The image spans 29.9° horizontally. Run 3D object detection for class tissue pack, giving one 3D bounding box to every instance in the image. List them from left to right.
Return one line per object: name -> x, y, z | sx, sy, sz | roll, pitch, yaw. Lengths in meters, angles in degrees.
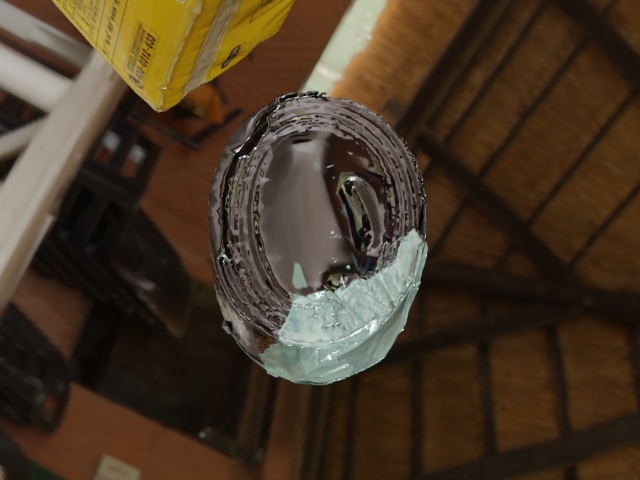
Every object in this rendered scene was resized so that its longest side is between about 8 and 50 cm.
tissue pack -> -0.146, -0.347, 1.193 | 0.228, 0.293, 0.382 | -42, 179, -25

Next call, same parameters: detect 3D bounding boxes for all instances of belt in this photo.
belt -> 0.000, 0.000, 0.813 | 0.078, 0.151, 0.198 | 94, -2, -63
